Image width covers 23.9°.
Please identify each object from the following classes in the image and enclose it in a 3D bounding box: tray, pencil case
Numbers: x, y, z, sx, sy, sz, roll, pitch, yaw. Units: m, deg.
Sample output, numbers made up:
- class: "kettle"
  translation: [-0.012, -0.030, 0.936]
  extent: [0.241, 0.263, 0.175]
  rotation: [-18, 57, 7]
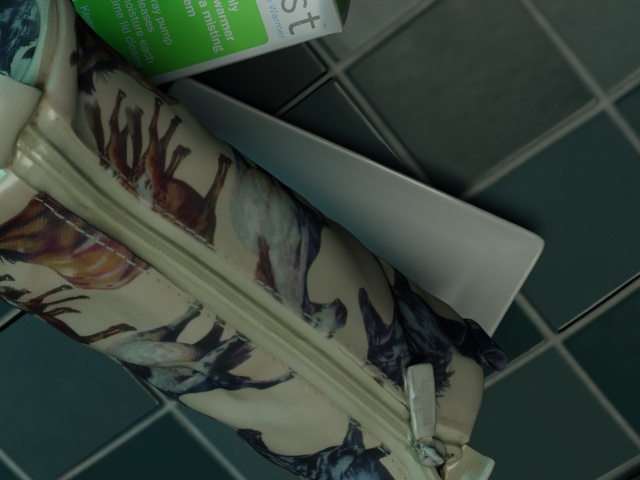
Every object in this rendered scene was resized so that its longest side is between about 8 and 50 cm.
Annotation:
- class: "tray"
  translation: [0.000, 0.000, 1.022]
  extent: [0.270, 0.030, 0.145]
  rotation: [24, 114, -10]
- class: "pencil case"
  translation: [-0.066, 0.020, 0.854]
  extent: [0.410, 0.184, 0.159]
  rotation: [38, 74, -38]

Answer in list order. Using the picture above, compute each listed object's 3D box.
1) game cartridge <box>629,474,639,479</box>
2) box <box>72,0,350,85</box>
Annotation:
- class: "game cartridge"
  translation: [0.364, 0.261, 1.108]
  extent: [0.198, 0.062, 0.297]
  rotation: [-34, 107, 20]
- class: "box"
  translation: [-0.127, -0.224, 0.870]
  extent: [0.231, 0.126, 0.261]
  rotation: [-14, 113, 10]
